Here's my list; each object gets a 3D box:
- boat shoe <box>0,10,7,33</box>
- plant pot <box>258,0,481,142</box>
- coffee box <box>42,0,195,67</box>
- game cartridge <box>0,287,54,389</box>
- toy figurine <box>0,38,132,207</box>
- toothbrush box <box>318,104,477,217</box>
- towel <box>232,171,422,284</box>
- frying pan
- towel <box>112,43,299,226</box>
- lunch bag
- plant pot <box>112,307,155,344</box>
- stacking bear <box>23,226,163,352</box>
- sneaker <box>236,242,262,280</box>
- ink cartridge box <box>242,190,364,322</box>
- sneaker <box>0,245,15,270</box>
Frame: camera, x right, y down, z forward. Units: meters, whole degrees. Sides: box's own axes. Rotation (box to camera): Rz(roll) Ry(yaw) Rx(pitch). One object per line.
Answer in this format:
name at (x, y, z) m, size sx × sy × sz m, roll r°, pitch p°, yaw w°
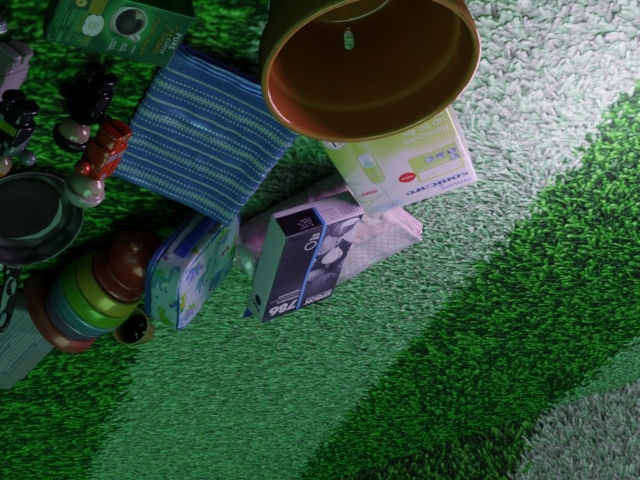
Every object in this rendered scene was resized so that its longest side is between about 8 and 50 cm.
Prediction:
boat shoe at (-0.494, -0.290, 1.277) m, size 0.142 × 0.049 × 0.040 m, roll -9°, pitch 116°, yaw -1°
plant pot at (0.051, -0.299, 1.287) m, size 0.291 × 0.203 × 0.291 m, roll -8°, pitch 149°, yaw -5°
coffee box at (-0.280, -0.307, 1.318) m, size 0.184 × 0.040 × 0.113 m, roll 8°, pitch 144°, yaw -28°
game cartridge at (-0.687, 0.210, 2.010) m, size 0.230 × 0.068 × 0.355 m, roll 11°, pitch 142°, yaw -39°
toy figurine at (-0.390, -0.162, 1.351) m, size 0.210 × 0.213 × 0.148 m, roll 12°, pitch 128°, yaw -35°
toothbrush box at (0.123, -0.180, 1.587) m, size 0.206 × 0.122 × 0.283 m, roll -18°, pitch 150°, yaw 12°
towel at (0.000, 0.000, 1.906) m, size 0.332 × 0.053 × 0.317 m, roll -29°, pitch 145°, yaw 24°
frying pan at (-0.505, 0.009, 1.667) m, size 0.197 × 0.053 × 0.326 m, roll -16°, pitch 134°, yaw -18°
towel at (-0.185, -0.156, 1.533) m, size 0.243 × 0.040 × 0.336 m, roll 24°, pitch 139°, yaw -18°
lunch bag at (-0.232, 0.038, 1.733) m, size 0.090 × 0.219 × 0.176 m, roll 26°, pitch 139°, yaw 12°
plant pot at (-0.398, 0.193, 2.070) m, size 0.083 × 0.083 × 0.079 m, roll -17°, pitch 161°, yaw 9°
stacking bear at (-0.404, 0.078, 1.805) m, size 0.289 × 0.164 × 0.175 m, roll -36°, pitch 142°, yaw 27°
sneaker at (-0.085, 0.041, 1.836) m, size 0.094 × 0.080 × 0.212 m, roll -29°, pitch 153°, yaw 12°
ink cartridge box at (-0.038, 0.052, 1.763) m, size 0.165 × 0.065 × 0.332 m, roll -20°, pitch 151°, yaw -27°
sneaker at (-0.643, -0.002, 1.649) m, size 0.226 × 0.086 × 0.163 m, roll -10°, pitch 150°, yaw -4°
